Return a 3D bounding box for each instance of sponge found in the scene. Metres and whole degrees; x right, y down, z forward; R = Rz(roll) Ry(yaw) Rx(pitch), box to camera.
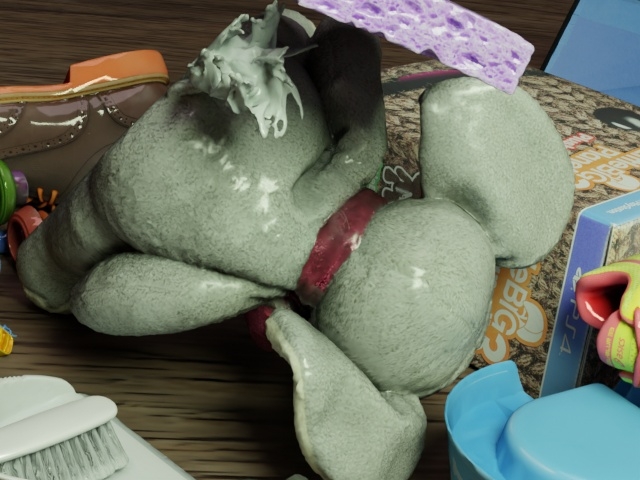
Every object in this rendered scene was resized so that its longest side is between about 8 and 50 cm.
[{"bbox_3d":[0.031,-0.130,0.767,0.117,0.031,0.210,20,11,-14],"label":"sponge"}]

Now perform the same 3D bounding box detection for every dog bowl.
[{"bbox_3d":[0.199,0.128,0.816,0.297,0.074,0.166,-9,29,-34],"label":"dog bowl"}]

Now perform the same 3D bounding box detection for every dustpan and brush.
[{"bbox_3d":[-0.171,0.114,0.746,0.211,0.060,0.147,-15,33,-42],"label":"dustpan and brush"}]

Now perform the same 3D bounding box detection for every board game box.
[{"bbox_3d":[0.150,-0.022,1.049,0.291,0.141,0.232,27,31,37],"label":"board game box"}]

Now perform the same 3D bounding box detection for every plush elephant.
[{"bbox_3d":[0.000,0.000,0.864,0.272,0.255,0.330,-46,7,-15],"label":"plush elephant"}]

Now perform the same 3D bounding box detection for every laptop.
[{"bbox_3d":[0.290,-0.151,1.386,0.234,0.137,0.264,23,28,31],"label":"laptop"}]

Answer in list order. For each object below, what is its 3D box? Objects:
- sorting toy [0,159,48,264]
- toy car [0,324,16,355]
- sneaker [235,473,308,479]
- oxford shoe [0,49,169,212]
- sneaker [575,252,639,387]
[{"bbox_3d":[-0.213,-0.017,1.029,0.042,0.061,0.102,-10,53,-36],"label":"sorting toy"},{"bbox_3d":[-0.232,0.044,0.941,0.040,0.060,0.122,44,20,-39],"label":"toy car"},{"bbox_3d":[0.038,0.219,0.541,0.276,0.135,0.097,37,17,8],"label":"sneaker"},{"bbox_3d":[-0.233,-0.064,1.089,0.271,0.098,0.097,-20,-7,-15],"label":"oxford shoe"},{"bbox_3d":[0.205,0.065,0.787,0.094,0.082,0.208,-5,20,-11],"label":"sneaker"}]
